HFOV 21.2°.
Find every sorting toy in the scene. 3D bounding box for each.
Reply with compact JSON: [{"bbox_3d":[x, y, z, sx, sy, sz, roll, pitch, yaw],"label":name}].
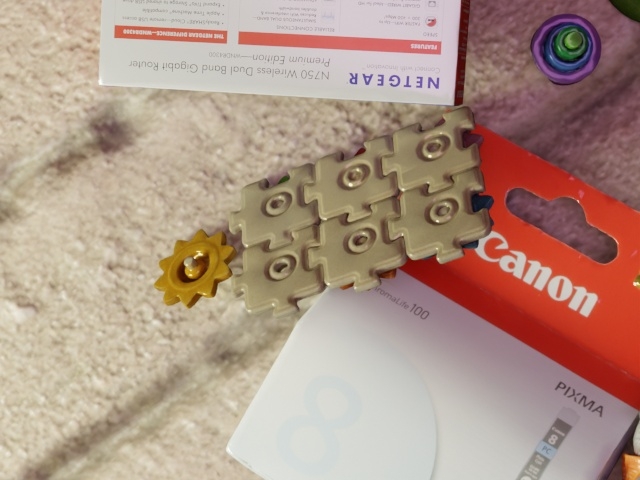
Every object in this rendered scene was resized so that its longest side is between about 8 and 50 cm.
[{"bbox_3d":[0.338,-0.280,1.554,0.365,0.126,0.127,-42,89,3],"label":"sorting toy"}]

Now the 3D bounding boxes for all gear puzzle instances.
[{"bbox_3d":[0.000,0.000,1.576,0.339,0.044,0.175,-19,47,16],"label":"gear puzzle"}]

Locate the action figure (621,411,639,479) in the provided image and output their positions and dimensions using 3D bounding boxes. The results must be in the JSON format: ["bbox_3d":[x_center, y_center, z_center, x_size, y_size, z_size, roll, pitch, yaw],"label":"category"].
[{"bbox_3d":[0.323,0.292,1.448,0.179,0.341,0.330,-6,77,2],"label":"action figure"}]

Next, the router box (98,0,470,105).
[{"bbox_3d":[-0.029,-0.281,1.565,0.335,0.082,0.301,5,96,10],"label":"router box"}]

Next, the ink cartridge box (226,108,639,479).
[{"bbox_3d":[0.140,0.110,1.556,0.308,0.091,0.385,31,95,17],"label":"ink cartridge box"}]
